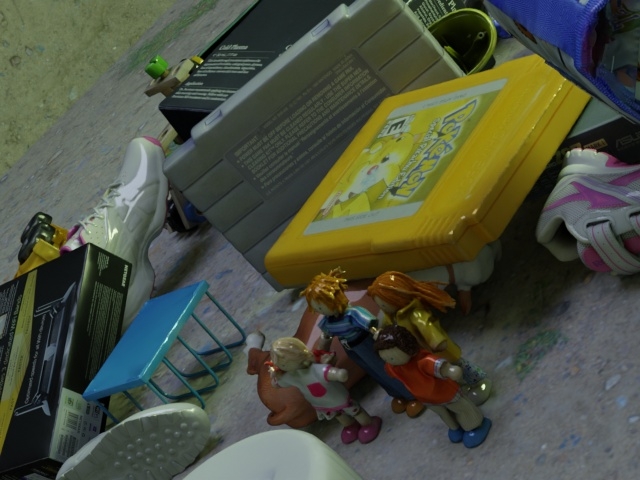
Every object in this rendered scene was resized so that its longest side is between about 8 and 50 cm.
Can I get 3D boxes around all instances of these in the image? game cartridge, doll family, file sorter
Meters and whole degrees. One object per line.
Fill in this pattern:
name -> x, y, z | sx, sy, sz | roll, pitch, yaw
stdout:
game cartridge -> 0.114, -0.076, 1.459 | 0.323, 0.053, 0.285 | -13, 35, 53
doll family -> 0.059, 0.099, 1.333 | 0.263, 0.163, 0.118 | -11, 35, 52
game cartridge -> 0.008, -0.124, 1.696 | 0.355, 0.230, 0.068 | -38, 15, 15
file sorter -> -0.185, 0.154, 1.723 | 0.118, 0.104, 0.170 | -21, 28, 42

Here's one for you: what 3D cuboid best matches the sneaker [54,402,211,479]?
sneaker -> -0.222, 0.243, 1.647 | 0.235, 0.090, 0.095 | -29, 14, 23

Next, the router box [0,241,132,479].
router box -> -0.377, 0.182, 1.875 | 0.243, 0.081, 0.309 | -21, 51, 40

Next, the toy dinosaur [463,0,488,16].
toy dinosaur -> 0.220, -0.329, 2.029 | 0.160, 0.121, 0.313 | -48, 23, 13

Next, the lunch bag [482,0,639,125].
lunch bag -> 0.344, -0.190, 1.154 | 0.385, 0.239, 0.328 | -1, 20, -9

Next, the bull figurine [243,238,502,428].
bull figurine -> 0.048, 0.074, 1.496 | 0.310, 0.101, 0.188 | -39, 17, -3

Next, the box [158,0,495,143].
box -> 0.008, -0.218, 1.958 | 0.343, 0.179, 0.312 | 11, 54, 50

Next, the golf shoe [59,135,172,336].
golf shoe -> -0.304, -0.018, 2.065 | 0.115, 0.140, 0.306 | -18, 61, 56

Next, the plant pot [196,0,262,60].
plant pot -> -0.134, -0.303, 2.480 | 0.166, 0.165, 0.234 | -46, 13, -13

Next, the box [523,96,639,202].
box -> 0.270, -0.132, 1.451 | 0.232, 0.059, 0.183 | -22, 29, 40

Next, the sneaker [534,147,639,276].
sneaker -> 0.293, -0.016, 1.274 | 0.111, 0.103, 0.252 | -56, 23, -16

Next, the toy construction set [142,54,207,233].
toy construction set -> -0.210, -0.160, 2.206 | 0.257, 0.237, 0.309 | -41, 22, -1

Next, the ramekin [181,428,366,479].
ramekin -> -0.056, 0.291, 1.188 | 0.277, 0.135, 0.277 | -34, 22, 16

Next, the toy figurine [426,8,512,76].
toy figurine -> 0.302, -0.280, 1.791 | 0.362, 0.191, 0.217 | -42, -10, 15

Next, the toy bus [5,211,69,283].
toy bus -> -0.457, 0.082, 2.310 | 0.211, 0.149, 0.220 | -56, 18, 4
